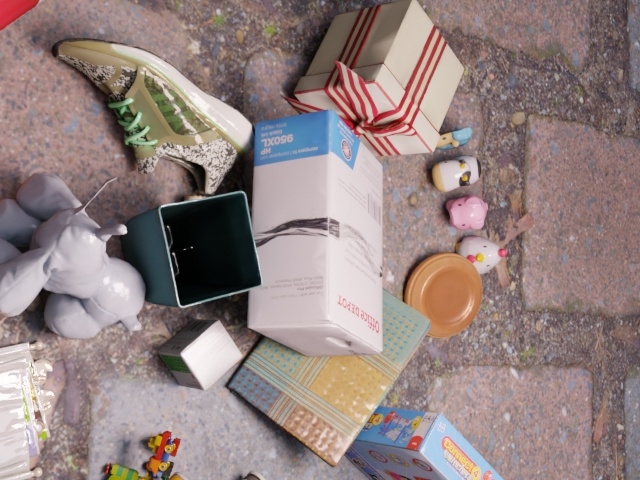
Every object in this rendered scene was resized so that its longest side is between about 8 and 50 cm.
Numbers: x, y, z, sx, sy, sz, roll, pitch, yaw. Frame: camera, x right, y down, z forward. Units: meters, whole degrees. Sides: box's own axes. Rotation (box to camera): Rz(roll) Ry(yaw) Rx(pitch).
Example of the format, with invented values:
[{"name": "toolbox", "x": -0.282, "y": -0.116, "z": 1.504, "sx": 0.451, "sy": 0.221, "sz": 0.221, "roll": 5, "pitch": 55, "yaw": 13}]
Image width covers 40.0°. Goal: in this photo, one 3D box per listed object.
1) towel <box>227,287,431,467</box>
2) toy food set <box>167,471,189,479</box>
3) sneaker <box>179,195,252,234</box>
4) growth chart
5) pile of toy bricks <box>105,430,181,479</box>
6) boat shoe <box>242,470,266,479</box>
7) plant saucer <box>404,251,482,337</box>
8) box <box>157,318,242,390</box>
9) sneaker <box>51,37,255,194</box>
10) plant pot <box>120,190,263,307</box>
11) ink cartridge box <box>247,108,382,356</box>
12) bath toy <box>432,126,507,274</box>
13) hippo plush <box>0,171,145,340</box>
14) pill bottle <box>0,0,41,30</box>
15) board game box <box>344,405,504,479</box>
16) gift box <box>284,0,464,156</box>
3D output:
[{"name": "towel", "x": 0.024, "y": 0.228, "z": 1.765, "sx": 0.271, "sy": 0.040, "sz": 0.370, "roll": 37, "pitch": 64, "yaw": 2}, {"name": "toy food set", "x": -0.191, "y": 0.473, "z": 1.552, "sx": 0.104, "sy": 0.111, "sz": 0.232, "roll": -46, "pitch": 138, "yaw": -32}, {"name": "sneaker", "x": -0.184, "y": -0.033, "z": 1.682, "sx": 0.185, "sy": 0.069, "sz": 0.084, "roll": 11, "pitch": 88, "yaw": -29}, {"name": "growth chart", "x": -0.516, "y": 0.286, "z": 1.427, "sx": 0.171, "sy": 0.021, "sz": 0.237, "roll": 0, "pitch": 86, "yaw": -37}, {"name": "pile of toy bricks", "x": -0.325, "y": 0.421, "z": 1.523, "sx": 0.105, "sy": 0.118, "sz": 0.212, "roll": 18, "pitch": 85, "yaw": 1}, {"name": "boat shoe", "x": -0.115, "y": 0.552, "z": 1.664, "sx": 0.068, "sy": 0.081, "sz": 0.228, "roll": -21, "pitch": 101, "yaw": -40}, {"name": "plant saucer", "x": 0.286, "y": 0.127, "z": 1.992, "sx": 0.199, "sy": 0.037, "sz": 0.200, "roll": -4, "pitch": 100, "yaw": -22}, {"name": "box", "x": -0.220, "y": 0.206, "z": 1.604, "sx": 0.102, "sy": 0.101, "sz": 0.087, "roll": -42, "pitch": 110, "yaw": -30}, {"name": "sneaker", "x": -0.300, "y": -0.212, "z": 1.565, "sx": 0.410, "sy": 0.158, "sz": 0.182, "roll": 30, "pitch": 78, "yaw": -29}, {"name": "plant pot", "x": -0.245, "y": 0.021, "z": 1.520, "sx": 0.165, "sy": 0.234, "sz": 0.166, "roll": -14, "pitch": 94, "yaw": -37}, {"name": "ink cartridge box", "x": 0.000, "y": 0.000, "z": 1.643, "sx": 0.285, "sy": 0.166, "sz": 0.395, "roll": 38, "pitch": 49, "yaw": -61}, {"name": "bath toy", "x": 0.343, "y": -0.085, "z": 2.037, "sx": 0.151, "sy": 0.129, "sz": 0.348, "roll": -20, "pitch": 99, "yaw": -36}, {"name": "hippo plush", "x": -0.395, "y": 0.032, "z": 1.438, "sx": 0.236, "sy": 0.294, "sz": 0.234, "roll": 53, "pitch": 11, "yaw": -49}, {"name": "pill bottle", "x": -0.561, "y": -0.411, "z": 1.327, "sx": 0.408, "sy": 0.229, "sz": 0.229, "roll": -48, "pitch": 113, "yaw": -29}, {"name": "board game box", "x": 0.204, "y": 0.460, "z": 1.774, "sx": 0.308, "sy": 0.302, "sz": 0.086, "roll": 48, "pitch": 61, "yaw": -24}, {"name": "gift box", "x": 0.101, "y": -0.324, "z": 1.805, "sx": 0.276, "sy": 0.255, "sz": 0.258, "roll": 40, "pitch": 62, "yaw": -34}]
